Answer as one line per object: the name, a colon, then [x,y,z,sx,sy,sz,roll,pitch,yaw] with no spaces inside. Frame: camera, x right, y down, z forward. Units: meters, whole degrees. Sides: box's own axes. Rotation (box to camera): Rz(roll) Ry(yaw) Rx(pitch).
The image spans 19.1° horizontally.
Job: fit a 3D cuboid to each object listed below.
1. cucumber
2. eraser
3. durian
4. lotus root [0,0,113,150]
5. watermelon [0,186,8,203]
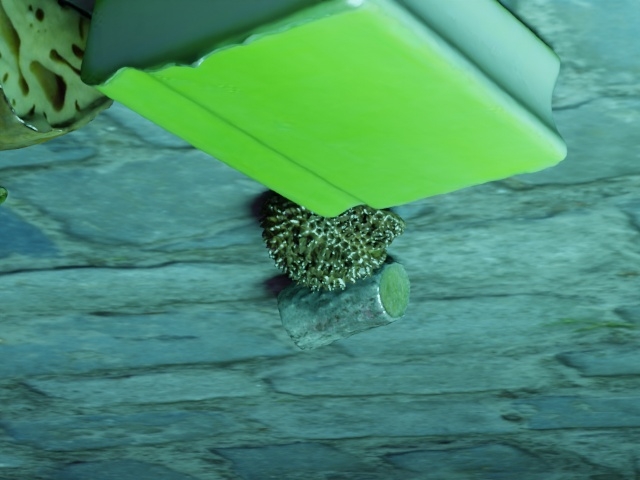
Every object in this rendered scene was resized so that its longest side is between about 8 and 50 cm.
cucumber: [0.021,0.051,1.599,0.112,0.064,0.064,-18,153,27]
eraser: [0.007,-0.105,1.179,0.210,0.092,0.274,-14,156,30]
durian: [0.002,0.001,1.468,0.110,0.071,0.140,-15,149,30]
lotus root: [-0.206,-0.102,1.170,0.159,0.095,0.135,25,150,-38]
watermelon: [-0.300,-0.007,1.330,0.187,0.140,0.141,-9,157,13]
